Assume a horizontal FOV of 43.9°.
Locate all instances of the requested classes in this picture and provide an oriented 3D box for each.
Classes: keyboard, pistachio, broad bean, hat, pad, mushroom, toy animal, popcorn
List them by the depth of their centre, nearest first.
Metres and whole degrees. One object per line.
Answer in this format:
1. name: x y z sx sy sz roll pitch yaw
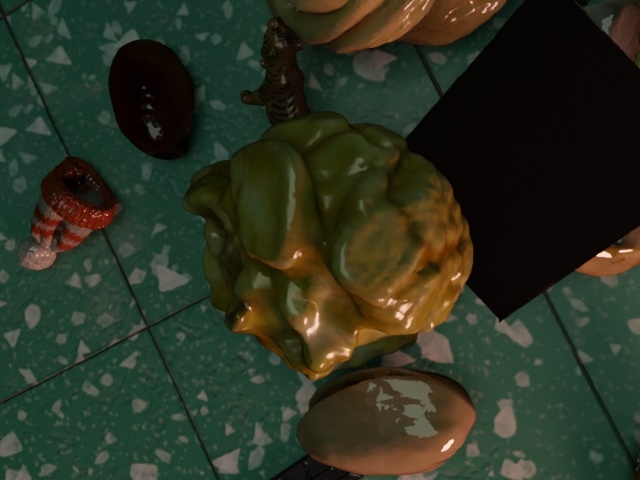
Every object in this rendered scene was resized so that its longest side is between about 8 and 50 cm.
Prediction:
1. pad: 0.219 -0.075 0.875 0.247 0.007 0.367 50 142 8
2. popcorn: 0.010 -0.001 0.900 0.334 0.294 0.292 -29 71 46
3. mushroom: 0.346 -0.122 0.912 0.159 0.122 0.328 2 92 17
4. pistachio: 0.081 0.221 0.970 0.223 0.126 0.152 -16 114 24
5. toy animal: -0.049 -0.157 0.995 0.057 0.099 0.241 -23 114 -27
6. keyboard: -0.041 0.341 1.058 0.202 0.011 0.067 -36 81 11
7. broad bean: -0.226 -0.190 1.063 0.114 0.084 0.165 -6 83 -4
8. hat: -0.364 -0.024 1.103 0.112 0.094 0.162 50 118 18

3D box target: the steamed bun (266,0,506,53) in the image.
1. steamed bun: 0.086 -0.389 0.919 0.372 0.230 0.324 -7 86 15

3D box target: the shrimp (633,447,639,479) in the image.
1. shrimp: 0.432 0.311 0.936 0.144 0.052 0.251 -3 97 3

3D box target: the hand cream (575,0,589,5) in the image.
1. hand cream: 0.364 -0.368 0.947 0.067 0.042 0.194 37 94 12

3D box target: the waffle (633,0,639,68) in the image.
1. waffle: 0.451 -0.157 0.850 0.307 0.060 0.311 12 73 -23
